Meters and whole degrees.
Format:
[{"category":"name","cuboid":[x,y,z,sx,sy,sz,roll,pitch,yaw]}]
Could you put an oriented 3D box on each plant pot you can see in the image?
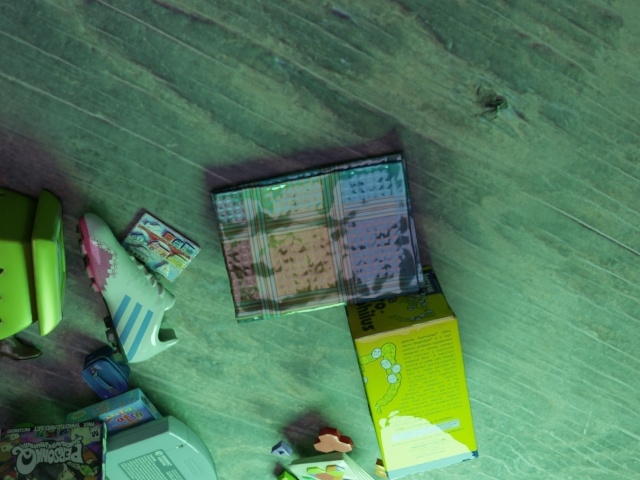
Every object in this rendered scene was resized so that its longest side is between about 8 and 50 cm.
[{"category":"plant pot","cuboid":[-0.555,0.039,1.478,0.207,0.227,0.228,-1,118,-13]}]

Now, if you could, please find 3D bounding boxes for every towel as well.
[{"category":"towel","cuboid":[0.000,0.000,1.589,0.370,0.040,0.271,-11,101,-1]}]

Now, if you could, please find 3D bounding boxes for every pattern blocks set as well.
[{"category":"pattern blocks set","cuboid":[0.030,0.514,1.840,0.285,0.026,0.325,-26,128,34]}]

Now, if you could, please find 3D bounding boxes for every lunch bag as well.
[{"category":"lunch bag","cuboid":[-0.429,0.263,1.694,0.067,0.065,0.098,-31,117,9]}]

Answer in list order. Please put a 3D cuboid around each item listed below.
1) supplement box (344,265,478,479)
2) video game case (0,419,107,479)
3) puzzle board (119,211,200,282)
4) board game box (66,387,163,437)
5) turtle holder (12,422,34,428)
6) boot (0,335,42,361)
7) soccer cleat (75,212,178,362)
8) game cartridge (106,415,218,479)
[{"category":"supplement box","cuboid":[0.178,0.265,1.700,0.195,0.194,0.356,-14,118,-1]},{"category":"video game case","cuboid":[-0.524,0.451,1.602,0.232,0.210,0.042,-3,145,-6]},{"category":"puzzle board","cuboid":[-0.307,0.016,1.612,0.128,0.011,0.096,35,108,-21]},{"category":"board game box","cuboid":[-0.400,0.400,1.755,0.160,0.039,0.211,-21,134,4]},{"category":"turtle holder","cuboid":[-0.606,0.535,1.718,0.320,0.243,0.227,-5,135,-9]},{"category":"boot","cuboid":[-0.594,0.176,1.647,0.106,0.037,0.114,3,112,-11]},{"category":"soccer cleat","cuboid":[-0.356,0.081,1.594,0.143,0.116,0.331,-17,123,-12]},{"category":"game cartridge","cuboid":[-0.331,0.477,1.783,0.198,0.062,0.297,-22,135,-2]}]
